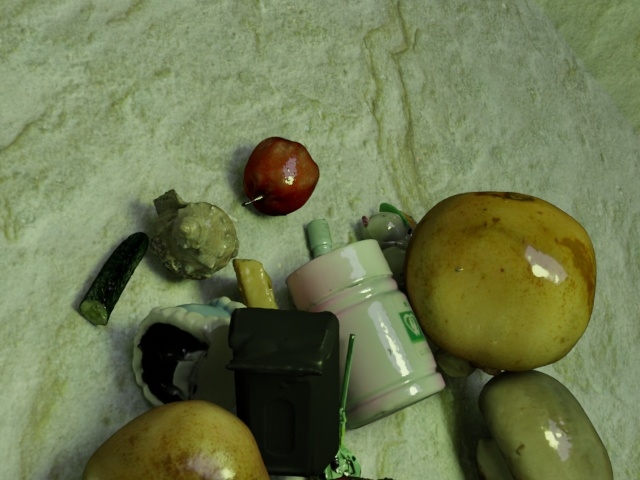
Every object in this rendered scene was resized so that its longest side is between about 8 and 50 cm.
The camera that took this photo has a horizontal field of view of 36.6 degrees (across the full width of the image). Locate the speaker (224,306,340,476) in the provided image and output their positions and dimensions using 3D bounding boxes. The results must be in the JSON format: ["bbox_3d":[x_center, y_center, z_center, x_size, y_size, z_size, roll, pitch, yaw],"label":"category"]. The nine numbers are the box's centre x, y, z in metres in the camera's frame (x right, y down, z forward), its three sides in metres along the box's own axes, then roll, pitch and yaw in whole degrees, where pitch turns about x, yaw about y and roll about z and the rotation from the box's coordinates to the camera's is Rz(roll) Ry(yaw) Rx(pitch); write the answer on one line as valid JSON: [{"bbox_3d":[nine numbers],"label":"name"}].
[{"bbox_3d":[-0.062,0.270,1.561,0.180,0.388,0.184,2,40,4],"label":"speaker"}]

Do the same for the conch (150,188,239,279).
[{"bbox_3d":[-0.227,-0.012,1.798,0.178,0.163,0.245,65,10,13],"label":"conch"}]

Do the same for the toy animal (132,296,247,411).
[{"bbox_3d":[-0.210,0.189,1.665,0.204,0.208,0.156,-9,35,-46],"label":"toy animal"}]

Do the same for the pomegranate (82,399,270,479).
[{"bbox_3d":[-0.210,0.388,1.429,0.319,0.319,0.319,22,51,-31],"label":"pomegranate"}]

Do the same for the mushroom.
[{"bbox_3d":[0.437,0.451,2.030,0.362,0.294,0.362,57,9,-14],"label":"mushroom"}]

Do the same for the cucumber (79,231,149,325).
[{"bbox_3d":[-0.354,0.055,1.708,0.058,0.052,0.215,56,37,-29],"label":"cucumber"}]

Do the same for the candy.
[{"bbox_3d":[0.045,0.325,1.786,0.083,0.091,0.305,5,94,-79],"label":"candy"}]

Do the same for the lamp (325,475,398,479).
[{"bbox_3d":[0.079,0.535,1.632,0.303,0.257,0.303,27,13,-7],"label":"lamp"}]

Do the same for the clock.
[{"bbox_3d":[0.165,0.020,2.161,0.144,0.103,0.231,1,62,-40],"label":"clock"}]

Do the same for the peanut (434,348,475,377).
[{"bbox_3d":[0.352,0.236,2.180,0.256,0.123,0.123,-28,84,-48],"label":"peanut"}]

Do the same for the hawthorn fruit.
[{"bbox_3d":[-0.095,-0.121,1.985,0.157,0.157,0.194,48,53,-7],"label":"hawthorn fruit"}]

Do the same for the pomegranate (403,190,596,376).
[{"bbox_3d":[0.361,0.092,1.979,0.416,0.416,0.417,22,51,-31],"label":"pomegranate"}]

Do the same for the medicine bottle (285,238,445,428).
[{"bbox_3d":[0.086,0.185,1.905,0.212,0.212,0.325,-13,72,-46],"label":"medicine bottle"}]

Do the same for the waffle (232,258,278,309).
[{"bbox_3d":[-0.093,0.168,1.795,0.057,0.168,0.274,-19,73,-2],"label":"waffle"}]

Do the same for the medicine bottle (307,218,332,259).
[{"bbox_3d":[0.000,0.000,2.065,0.047,0.047,0.083,9,59,-38],"label":"medicine bottle"}]
